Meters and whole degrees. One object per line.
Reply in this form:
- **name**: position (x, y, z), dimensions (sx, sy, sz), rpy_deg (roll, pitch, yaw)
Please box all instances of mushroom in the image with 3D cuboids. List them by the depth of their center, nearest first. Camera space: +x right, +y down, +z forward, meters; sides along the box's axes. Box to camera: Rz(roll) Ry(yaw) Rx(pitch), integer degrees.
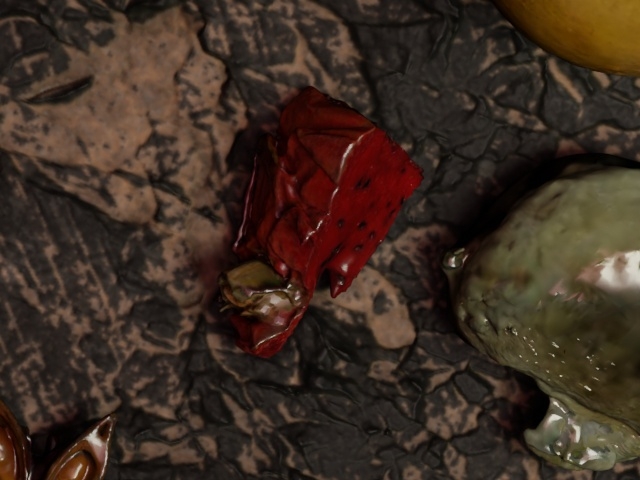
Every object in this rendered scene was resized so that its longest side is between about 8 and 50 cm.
- **mushroom**: position (0.257, 0.078, 1.350), dimensions (0.344, 0.130, 0.247), rpy_deg (41, 88, -12)

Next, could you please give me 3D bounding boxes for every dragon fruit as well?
- **dragon fruit**: position (-0.016, -0.009, 1.340), dimensions (0.092, 0.122, 0.192), rpy_deg (30, 100, 28)

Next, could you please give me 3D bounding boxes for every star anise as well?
- **star anise**: position (-0.182, 0.191, 1.346), dimensions (0.157, 0.053, 0.212), rpy_deg (-22, 101, -3)

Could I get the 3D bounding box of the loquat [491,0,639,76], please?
- **loquat**: position (0.217, -0.235, 1.224), dimensions (0.263, 0.263, 0.263), rpy_deg (-1, 100, -8)
